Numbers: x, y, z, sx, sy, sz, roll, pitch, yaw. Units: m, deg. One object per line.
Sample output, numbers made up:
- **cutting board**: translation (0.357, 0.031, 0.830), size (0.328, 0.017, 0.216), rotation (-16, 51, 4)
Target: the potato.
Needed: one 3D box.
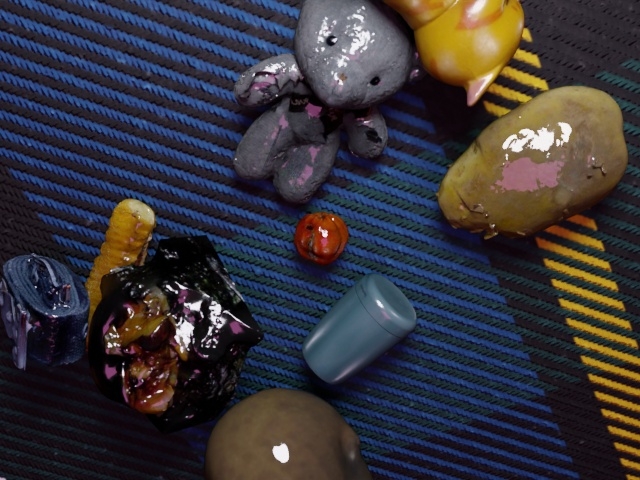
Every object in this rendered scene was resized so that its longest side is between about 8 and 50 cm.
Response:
- **potato**: translation (0.317, -0.105, 1.036), size (0.296, 0.141, 0.191), rotation (-29, 106, 13)

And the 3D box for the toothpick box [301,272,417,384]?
- **toothpick box**: translation (0.059, 0.152, 1.147), size (0.120, 0.120, 0.184), rotation (41, 109, -15)

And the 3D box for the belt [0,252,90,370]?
- **belt**: translation (-0.431, 0.092, 1.081), size (0.122, 0.218, 0.128), rotation (-1, 112, -35)

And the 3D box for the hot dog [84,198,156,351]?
- **hot dog**: translation (-0.343, 0.066, 1.140), size (0.083, 0.068, 0.288), rotation (23, 111, -2)

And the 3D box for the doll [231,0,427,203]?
- **doll**: translation (0.007, -0.192, 0.988), size (0.246, 0.158, 0.340), rotation (30, 108, -20)

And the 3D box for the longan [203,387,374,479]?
- **longan**: translation (-0.056, 0.422, 1.174), size (0.289, 0.288, 0.350), rotation (-13, 102, 5)

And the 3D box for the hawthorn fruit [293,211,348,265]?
- **hawthorn fruit**: translation (0.000, 0.000, 1.107), size (0.093, 0.093, 0.093), rotation (0, 112, 0)

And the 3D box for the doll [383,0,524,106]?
- **doll**: translation (0.156, -0.319, 0.869), size (0.162, 0.166, 0.269), rotation (-32, 104, 36)

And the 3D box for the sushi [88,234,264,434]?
- **sushi**: translation (-0.249, 0.151, 1.074), size (0.212, 0.215, 0.227), rotation (-5, 139, -39)
